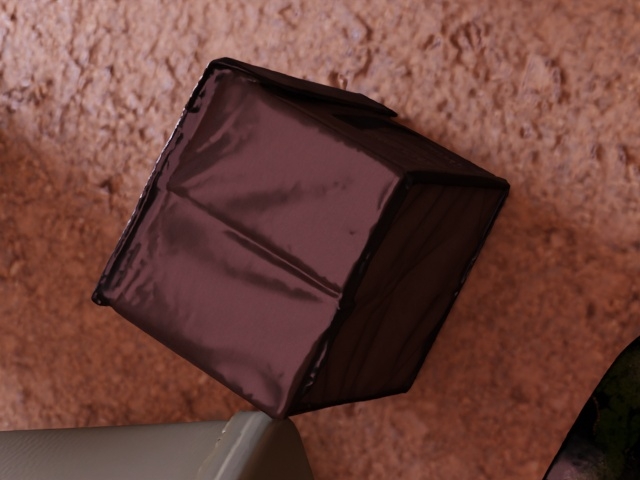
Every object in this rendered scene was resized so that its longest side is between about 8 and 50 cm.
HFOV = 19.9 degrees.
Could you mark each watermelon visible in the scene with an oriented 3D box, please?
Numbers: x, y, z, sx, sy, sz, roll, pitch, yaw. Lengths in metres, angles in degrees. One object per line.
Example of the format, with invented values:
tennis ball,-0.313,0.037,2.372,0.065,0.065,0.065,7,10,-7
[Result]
watermelon,0.241,0.157,1.201,0.145,0.137,0.193,33,57,21

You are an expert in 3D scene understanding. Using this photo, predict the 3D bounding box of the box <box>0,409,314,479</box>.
box,-0.208,0.281,1.241,0.343,0.352,0.177,-4,122,24

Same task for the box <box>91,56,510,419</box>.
box,0.000,0.000,1.222,0.153,0.252,0.188,30,98,19
